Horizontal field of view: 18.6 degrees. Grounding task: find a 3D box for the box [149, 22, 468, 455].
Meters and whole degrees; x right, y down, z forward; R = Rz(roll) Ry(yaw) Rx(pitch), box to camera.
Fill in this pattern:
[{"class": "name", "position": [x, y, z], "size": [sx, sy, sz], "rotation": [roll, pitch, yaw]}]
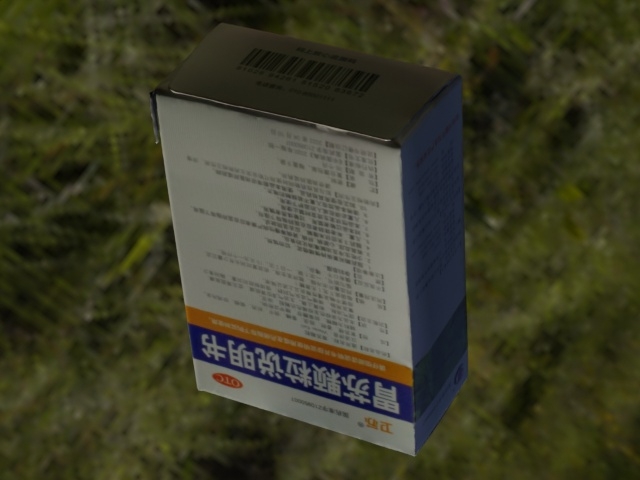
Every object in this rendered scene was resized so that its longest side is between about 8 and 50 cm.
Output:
[{"class": "box", "position": [0.000, 0.000, 1.471], "size": [0.200, 0.299, 0.106], "rotation": [15, -137, 24]}]
